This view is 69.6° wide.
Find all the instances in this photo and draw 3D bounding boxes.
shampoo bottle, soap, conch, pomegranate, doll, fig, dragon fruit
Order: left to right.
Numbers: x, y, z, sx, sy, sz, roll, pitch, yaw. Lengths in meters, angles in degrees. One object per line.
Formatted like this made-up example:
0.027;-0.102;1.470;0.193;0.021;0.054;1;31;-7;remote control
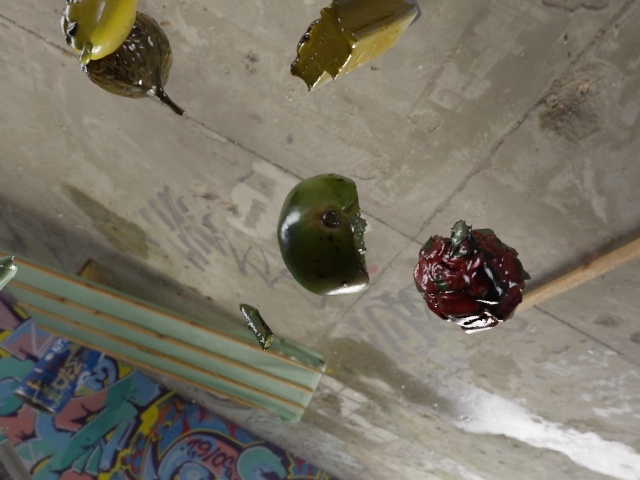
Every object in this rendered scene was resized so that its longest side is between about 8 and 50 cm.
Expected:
-0.667;0.097;0.893;0.065;0.180;0.088;38;157;34;conch
-0.678;0.562;1.027;0.086;0.056;0.227;-36;86;10;shampoo bottle
-0.550;-0.678;1.225;0.161;0.423;0.348;26;117;-34;doll
-0.557;-0.537;1.456;0.368;0.286;0.286;46;145;7;fig
0.000;0.000;1.179;0.216;0.309;0.358;-9;166;-6;pomegranate
0.082;-0.531;1.210;0.143;0.281;0.259;52;148;-4;soap
0.248;0.064;0.761;0.189;0.182;0.182;12;156;-33;dragon fruit

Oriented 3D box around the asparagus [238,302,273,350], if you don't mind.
-0.089;0.113;0.633;0.108;0.021;0.025;41;134;53;asparagus
